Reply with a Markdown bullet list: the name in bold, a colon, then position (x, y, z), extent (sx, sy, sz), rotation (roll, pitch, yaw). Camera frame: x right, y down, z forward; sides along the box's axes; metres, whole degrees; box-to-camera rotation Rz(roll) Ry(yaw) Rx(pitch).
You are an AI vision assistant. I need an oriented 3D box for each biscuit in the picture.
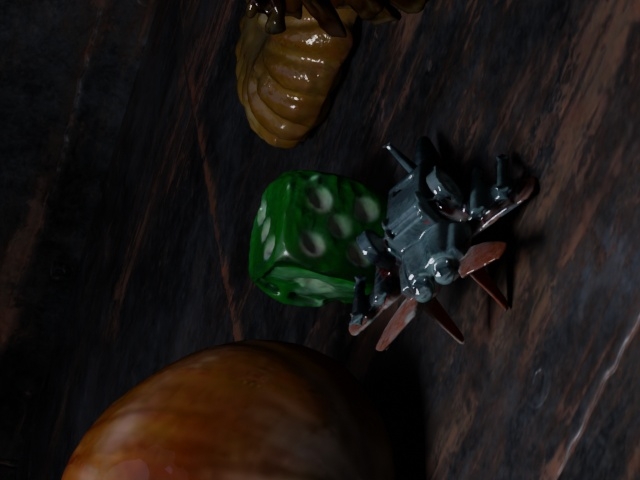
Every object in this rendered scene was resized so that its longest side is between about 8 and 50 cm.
- **biscuit**: position (-0.035, -0.281, 2.136), extent (0.326, 0.107, 0.326), rotation (-167, 90, -76)

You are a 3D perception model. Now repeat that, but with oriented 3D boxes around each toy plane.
- **toy plane**: position (0.098, -0.029, 1.539), extent (0.223, 0.104, 0.326), rotation (-41, 29, 20)

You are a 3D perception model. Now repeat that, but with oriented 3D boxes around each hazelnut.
- **hazelnut**: position (-0.080, 0.272, 1.622), extent (0.372, 0.315, 0.372), rotation (1, 92, 45)

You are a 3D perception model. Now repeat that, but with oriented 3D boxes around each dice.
- **dice**: position (0.000, 0.000, 1.790), extent (0.128, 0.131, 0.120), rotation (136, 144, -63)

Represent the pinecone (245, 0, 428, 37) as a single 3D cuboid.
- **pinecone**: position (-0.008, -0.372, 1.636), extent (0.398, 0.397, 0.398), rotation (-169, 90, -73)
